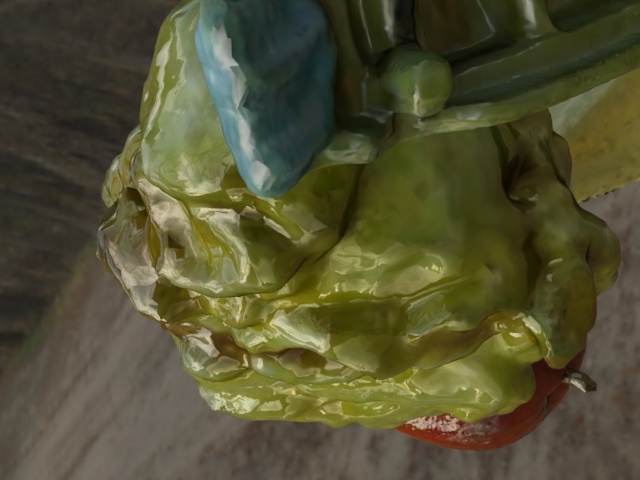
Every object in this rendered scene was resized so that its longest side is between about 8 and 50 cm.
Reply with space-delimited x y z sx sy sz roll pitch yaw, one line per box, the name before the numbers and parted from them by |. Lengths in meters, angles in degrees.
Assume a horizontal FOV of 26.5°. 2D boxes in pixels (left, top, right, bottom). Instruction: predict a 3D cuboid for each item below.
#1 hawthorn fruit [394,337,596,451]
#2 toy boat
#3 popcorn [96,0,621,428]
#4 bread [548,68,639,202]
hawthorn fruit | 0.165 0.104 1.500 0.275 0.299 0.275 -46 -30 -38
toy boat | 0.074 -0.106 0.462 0.084 0.276 0.111 25 138 61
popcorn | 0.000 0.000 0.689 0.225 0.286 0.174 -35 48 36
bread | 0.174 -0.064 0.971 0.405 0.242 0.345 -54 25 -8
